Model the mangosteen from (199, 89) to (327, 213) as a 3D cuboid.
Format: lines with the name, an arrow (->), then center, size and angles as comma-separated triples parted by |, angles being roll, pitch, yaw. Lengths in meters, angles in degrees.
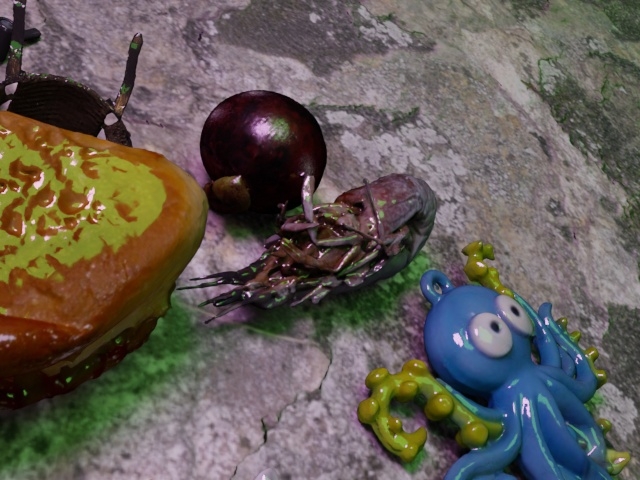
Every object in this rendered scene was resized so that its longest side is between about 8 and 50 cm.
mangosteen -> -0.069, -0.089, 0.947 | 0.152, 0.152, 0.152 | 18, 46, -20

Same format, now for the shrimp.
shrimp -> 0.002, 0.007, 0.912 | 0.343, 0.145, 0.116 | -20, 64, -36

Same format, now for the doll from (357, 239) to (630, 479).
doll -> 0.218, 0.167, 0.944 | 0.346, 0.099, 0.341 | -28, 70, -42

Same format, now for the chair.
chair -> -0.267, -0.102, 0.831 | 0.174, 0.149, 0.213 | 16, 52, -28

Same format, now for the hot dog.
hot dog -> -0.295, 0.012, 0.665 | 0.405, 0.185, 0.223 | 14, 66, -24

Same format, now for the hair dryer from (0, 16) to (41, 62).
hair dryer -> -0.345, -0.232, 0.966 | 0.026, 0.047, 0.083 | 40, 28, 4

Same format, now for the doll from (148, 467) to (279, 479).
doll -> -0.040, 0.269, 0.689 | 0.241, 0.098, 0.135 | 28, 21, -12
